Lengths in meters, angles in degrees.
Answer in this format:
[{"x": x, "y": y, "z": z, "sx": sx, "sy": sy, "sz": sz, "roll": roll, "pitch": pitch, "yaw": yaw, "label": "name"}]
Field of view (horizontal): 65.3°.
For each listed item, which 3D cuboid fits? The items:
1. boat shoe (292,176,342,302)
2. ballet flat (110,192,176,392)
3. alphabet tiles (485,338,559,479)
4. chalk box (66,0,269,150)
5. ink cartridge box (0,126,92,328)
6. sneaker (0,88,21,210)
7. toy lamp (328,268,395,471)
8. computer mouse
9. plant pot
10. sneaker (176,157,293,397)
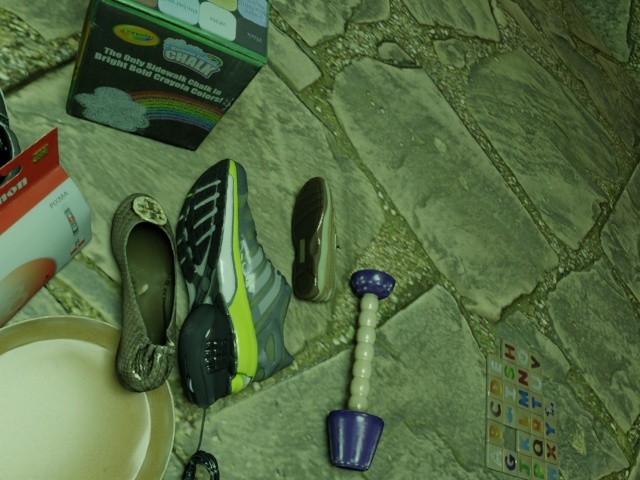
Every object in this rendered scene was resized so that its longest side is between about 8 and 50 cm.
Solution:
[{"x": 0.000, "y": 0.000, "z": 0.758, "sx": 0.072, "sy": 0.068, "sz": 0.190, "roll": 18, "pitch": 71, "yaw": -43, "label": "boat shoe"}, {"x": -0.196, "y": 0.045, "z": 0.573, "sx": 0.084, "sy": 0.058, "sz": 0.250, "roll": 18, "pitch": 50, "yaw": -39, "label": "ballet flat"}, {"x": 0.377, "y": 0.315, "z": 0.929, "sx": 0.198, "sy": 0.009, "sz": 0.237, "roll": 25, "pitch": 59, "yaw": -25, "label": "alphabet tiles"}, {"x": -0.171, "y": -0.266, "z": 0.589, "sx": 0.180, "sy": 0.289, "sz": 0.179, "roll": 13, "pitch": 65, "yaw": -31, "label": "chalk box"}, {"x": -0.282, "y": -0.004, "z": 0.476, "sx": 0.045, "sy": 0.179, "sz": 0.145, "roll": 36, "pitch": 54, "yaw": -5, "label": "ink cartridge box"}, {"x": -0.359, "y": -0.131, "z": 0.494, "sx": 0.104, "sy": 0.147, "sz": 0.296, "roll": -14, "pitch": 79, "yaw": -36, "label": "sneaker"}, {"x": 0.061, "y": 0.180, "z": 0.715, "sx": 0.080, "sy": 0.080, "sz": 0.275, "roll": 27, "pitch": 57, "yaw": -24, "label": "toy lamp"}, {"x": -0.139, "y": 0.190, "z": 0.545, "sx": 0.041, "sy": 0.071, "sz": 0.242, "roll": 10, "pitch": 81, "yaw": -53, "label": "computer mouse"}, {"x": -0.267, "y": 0.194, "z": 0.503, "sx": 0.236, "sy": 0.032, "sz": 0.236, "roll": 13, "pitch": 65, "yaw": -31, "label": "plant pot"}, {"x": -0.105, "y": 0.041, "z": 0.646, "sx": 0.121, "sy": 0.111, "sz": 0.300, "roll": 7, "pitch": 73, "yaw": -49, "label": "sneaker"}]
